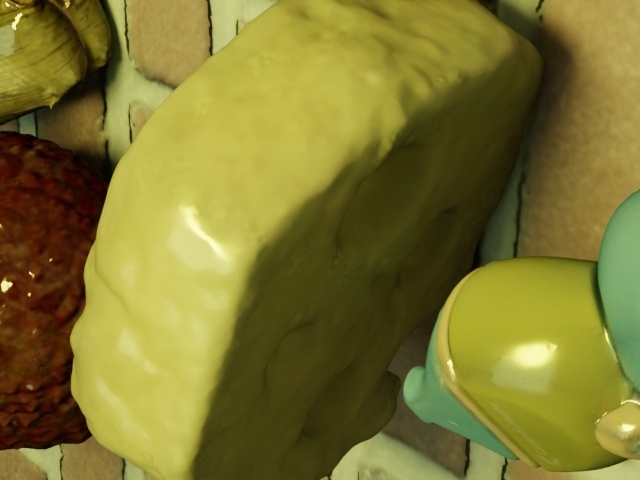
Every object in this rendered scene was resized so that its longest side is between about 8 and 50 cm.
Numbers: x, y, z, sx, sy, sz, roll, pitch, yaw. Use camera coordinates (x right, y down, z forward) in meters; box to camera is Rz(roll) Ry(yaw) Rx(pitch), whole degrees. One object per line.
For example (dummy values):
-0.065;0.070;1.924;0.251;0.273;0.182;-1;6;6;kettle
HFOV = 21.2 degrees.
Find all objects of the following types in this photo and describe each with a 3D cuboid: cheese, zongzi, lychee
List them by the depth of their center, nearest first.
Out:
0.000;0.000;0.958;0.115;0.326;0.318;37;172;24;cheese
-0.334;-0.113;1.255;0.274;0.300;0.145;7;124;46;zongzi
-0.233;0.041;1.274;0.260;0.260;0.260;26;127;39;lychee

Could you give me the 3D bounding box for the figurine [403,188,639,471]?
0.170;0.031;0.842;0.262;0.180;0.154;-7;110;42;figurine
